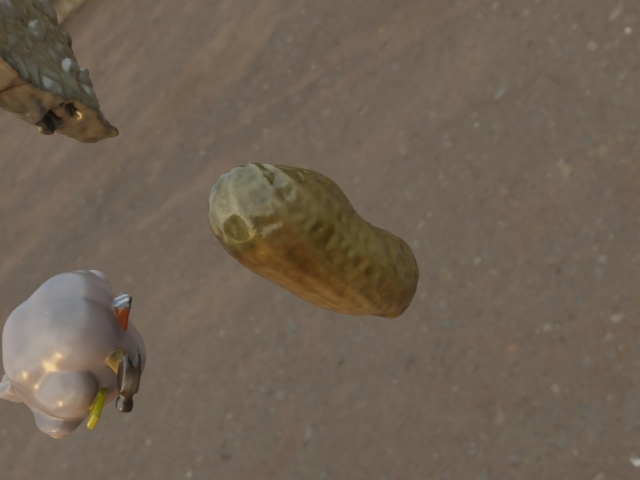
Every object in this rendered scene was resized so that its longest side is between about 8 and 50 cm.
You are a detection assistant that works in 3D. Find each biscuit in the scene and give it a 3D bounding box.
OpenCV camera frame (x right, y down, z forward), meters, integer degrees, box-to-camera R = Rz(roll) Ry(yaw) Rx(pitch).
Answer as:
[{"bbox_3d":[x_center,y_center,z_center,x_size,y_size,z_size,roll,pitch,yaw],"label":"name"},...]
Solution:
[{"bbox_3d":[-0.174,-0.124,0.506,0.032,0.250,0.133,-33,65,13],"label":"biscuit"}]

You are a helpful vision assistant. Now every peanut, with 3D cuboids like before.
[{"bbox_3d":[0.000,0.000,1.121,0.095,0.226,0.108,-20,46,50],"label":"peanut"}]

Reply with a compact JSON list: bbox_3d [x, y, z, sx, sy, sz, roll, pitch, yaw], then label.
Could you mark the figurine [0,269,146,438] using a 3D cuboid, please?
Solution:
[{"bbox_3d":[-0.206,0.091,1.022,0.229,0.112,0.137,-31,35,62],"label":"figurine"}]
